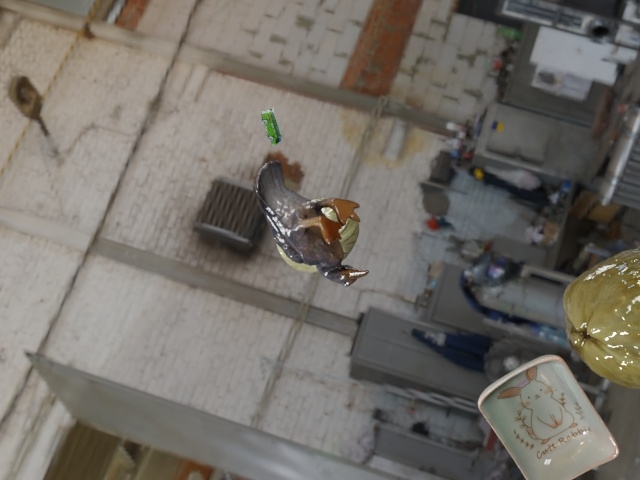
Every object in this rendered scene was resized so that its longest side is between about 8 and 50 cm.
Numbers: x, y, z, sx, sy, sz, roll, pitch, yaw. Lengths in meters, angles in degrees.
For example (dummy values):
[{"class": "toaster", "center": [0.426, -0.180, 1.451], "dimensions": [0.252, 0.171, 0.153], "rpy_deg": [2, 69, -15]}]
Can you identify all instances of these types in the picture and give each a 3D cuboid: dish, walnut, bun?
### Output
[{"class": "dish", "center": [0.354, 0.280, 1.424], "dimensions": [0.151, 0.212, 0.077], "rpy_deg": [-32, 15, 10]}, {"class": "walnut", "center": [0.520, 0.122, 1.386], "dimensions": [0.283, 0.283, 0.227], "rpy_deg": [-61, -26, -58]}, {"class": "bun", "center": [0.000, 0.000, 2.207], "dimensions": [0.222, 0.222, 0.127], "rpy_deg": [99, 158, -48]}]

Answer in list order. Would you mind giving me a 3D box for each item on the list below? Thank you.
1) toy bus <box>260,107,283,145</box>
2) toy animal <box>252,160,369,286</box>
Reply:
[{"class": "toy bus", "center": [-0.114, -0.265, 2.110], "dimensions": [0.031, 0.037, 0.083], "rpy_deg": [-121, 11, -64]}, {"class": "toy animal", "center": [-0.022, -0.028, 1.785], "dimensions": [0.122, 0.298, 0.185], "rpy_deg": [-57, 11, -27]}]
